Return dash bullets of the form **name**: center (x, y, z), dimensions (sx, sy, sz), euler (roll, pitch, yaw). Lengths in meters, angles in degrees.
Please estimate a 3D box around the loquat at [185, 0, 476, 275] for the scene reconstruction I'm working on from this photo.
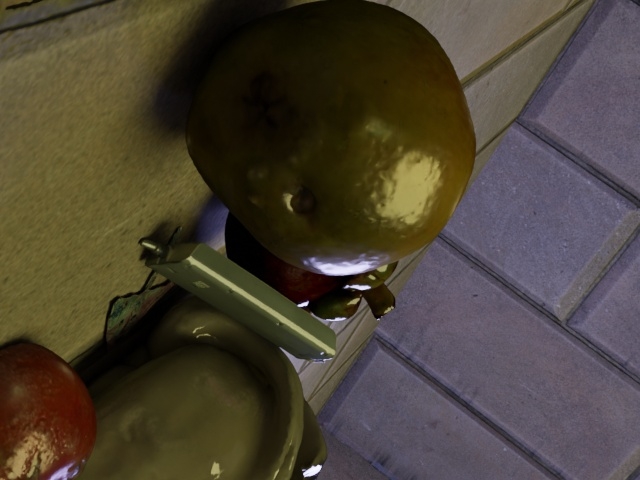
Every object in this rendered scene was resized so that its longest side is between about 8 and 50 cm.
- **loquat**: center (0.022, -0.079, 0.823), dimensions (0.246, 0.213, 0.213), euler (8, 121, -54)

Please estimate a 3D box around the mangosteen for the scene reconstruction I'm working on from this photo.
- **mangosteen**: center (0.000, 0.000, 1.074), dimensions (0.200, 0.200, 0.200), euler (-51, 170, -12)

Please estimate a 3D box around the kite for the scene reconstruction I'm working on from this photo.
- **kite**: center (-0.166, 0.048, 1.034), dimensions (0.152, 0.005, 0.137), euler (-55, 171, 13)

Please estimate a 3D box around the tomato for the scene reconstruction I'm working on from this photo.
- **tomato**: center (-0.259, 0.194, 0.858), dimensions (0.237, 0.095, 0.237), euler (-52, 171, -12)

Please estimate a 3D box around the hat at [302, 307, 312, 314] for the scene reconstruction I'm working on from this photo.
- **hat**: center (-0.029, 0.037, 1.397), dimensions (0.205, 0.089, 0.205), euler (-46, 170, -11)

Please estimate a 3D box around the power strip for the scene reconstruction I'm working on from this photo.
- **power strip**: center (-0.076, 0.054, 1.015), dimensions (0.060, 0.252, 0.027), euler (-6, -122, 42)

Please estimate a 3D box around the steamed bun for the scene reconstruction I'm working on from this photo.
- **steamed bun**: center (-0.135, 0.244, 1.150), dimensions (0.342, 0.255, 0.368), euler (-48, 167, -18)
